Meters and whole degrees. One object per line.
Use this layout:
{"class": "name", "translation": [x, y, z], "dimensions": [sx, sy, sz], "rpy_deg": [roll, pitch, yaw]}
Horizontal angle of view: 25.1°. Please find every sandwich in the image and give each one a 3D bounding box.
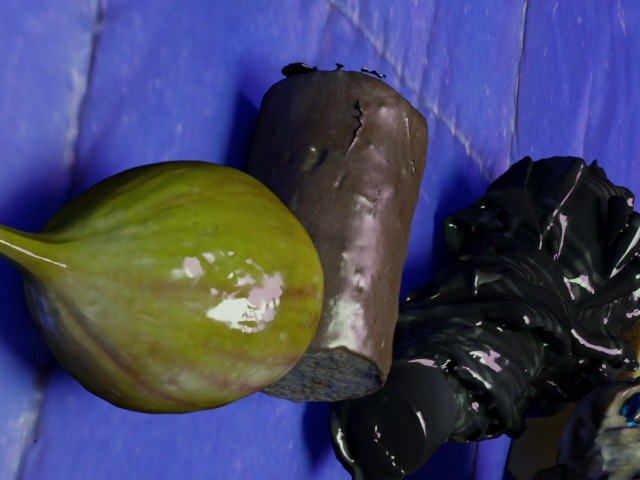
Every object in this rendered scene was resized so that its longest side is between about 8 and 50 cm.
{"class": "sandwich", "translation": [0.190, 0.152, 1.050], "dimensions": [0.090, 0.088, 0.244], "rpy_deg": [61, 41, -35]}

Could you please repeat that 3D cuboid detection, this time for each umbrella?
{"class": "umbrella", "translation": [0.109, 0.032, 0.807], "dimensions": [0.337, 0.128, 0.154], "rpy_deg": [-11, 105, -63]}

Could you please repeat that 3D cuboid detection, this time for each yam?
{"class": "yam", "translation": [0.002, -0.001, 0.610], "dimensions": [0.084, 0.084, 0.127], "rpy_deg": [44, 50, -60]}

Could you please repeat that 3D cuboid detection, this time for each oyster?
{"class": "oyster", "translation": [0.138, 0.159, 0.823], "dimensions": [0.214, 0.083, 0.223], "rpy_deg": [-50, 169, 26]}

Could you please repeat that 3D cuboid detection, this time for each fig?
{"class": "fig", "translation": [-0.078, 0.017, 0.461], "dimensions": [0.166, 0.093, 0.093], "rpy_deg": [-3, 95, -38]}
